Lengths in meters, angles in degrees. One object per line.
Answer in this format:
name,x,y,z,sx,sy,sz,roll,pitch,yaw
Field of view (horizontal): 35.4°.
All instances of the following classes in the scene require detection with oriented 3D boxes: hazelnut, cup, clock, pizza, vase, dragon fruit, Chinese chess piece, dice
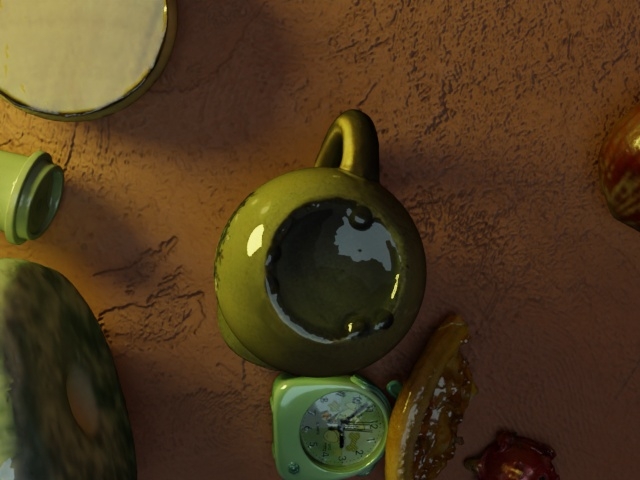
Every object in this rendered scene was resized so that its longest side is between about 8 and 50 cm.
hazelnut,0.467,-0.096,1.281,0.212,0.181,0.181,44,66,-14
cup,-0.397,-0.068,1.219,0.141,0.120,0.120,21,99,3
clock,0.027,0.249,1.352,0.189,0.060,0.148,-1,101,-6
pizza,0.149,0.234,1.338,0.134,0.056,0.271,34,76,-37
vase,0.000,0.000,1.209,0.241,0.302,0.329,18,82,-9
dragon fruit,0.279,0.327,1.393,0.126,0.068,0.112,42,95,-14
Chinese chess piece,-0.298,-0.268,1.185,0.257,0.104,0.257,-1,103,-6
dice,-0.422,0.223,1.114,0.348,0.328,0.330,-17,77,6
